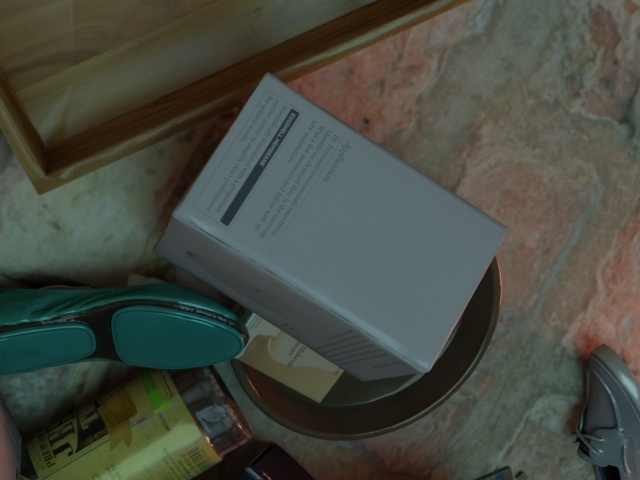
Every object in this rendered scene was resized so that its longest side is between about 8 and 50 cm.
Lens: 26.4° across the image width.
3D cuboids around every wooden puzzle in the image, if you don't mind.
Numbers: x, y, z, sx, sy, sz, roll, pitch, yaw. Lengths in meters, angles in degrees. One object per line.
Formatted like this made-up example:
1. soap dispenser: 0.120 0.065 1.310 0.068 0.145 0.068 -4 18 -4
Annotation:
1. wooden puzzle: 0.187 0.273 1.477 0.083 0.006 0.049 -21 118 -9

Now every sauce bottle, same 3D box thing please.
1. sauce bottle: -0.234 0.225 1.251 0.344 0.111 0.111 -30 119 -5

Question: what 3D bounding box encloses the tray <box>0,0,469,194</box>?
1. tray: -0.087 -0.215 1.097 0.411 0.076 0.203 -24 119 1

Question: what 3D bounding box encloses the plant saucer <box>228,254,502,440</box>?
1. plant saucer: 0.041 0.065 1.314 0.278 0.041 0.278 -8 116 -16

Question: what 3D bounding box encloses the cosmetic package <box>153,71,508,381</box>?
1. cosmetic package: 0.000 0.000 1.112 0.224 0.224 0.138 34 78 -5

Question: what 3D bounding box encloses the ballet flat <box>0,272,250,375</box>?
1. ballet flat: -0.188 0.065 1.203 0.247 0.087 0.083 -4 131 -5

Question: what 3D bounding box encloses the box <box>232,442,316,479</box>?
1. box: -0.089 0.309 1.299 0.108 0.153 0.207 45 96 5

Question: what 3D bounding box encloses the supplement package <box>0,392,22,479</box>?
1. supplement package: -0.374 0.153 1.094 0.204 0.145 0.262 -11 134 0

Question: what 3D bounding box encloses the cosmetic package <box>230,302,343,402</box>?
1. cosmetic package: -0.033 0.096 1.257 0.115 0.041 0.060 30 101 -27

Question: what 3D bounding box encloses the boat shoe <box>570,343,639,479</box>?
1. boat shoe: 0.313 0.213 1.450 0.081 0.079 0.227 -29 123 -9
